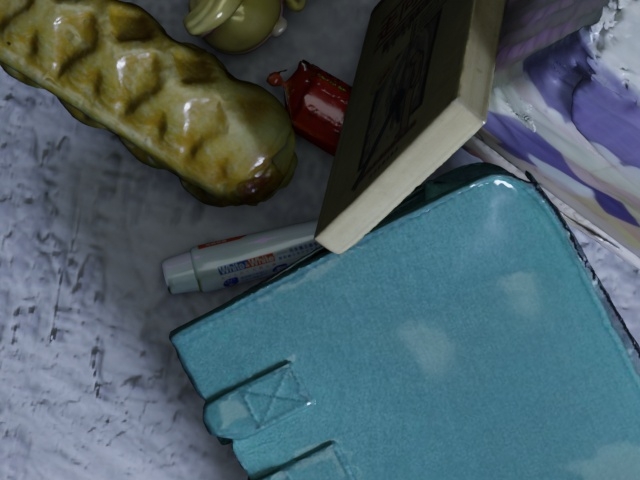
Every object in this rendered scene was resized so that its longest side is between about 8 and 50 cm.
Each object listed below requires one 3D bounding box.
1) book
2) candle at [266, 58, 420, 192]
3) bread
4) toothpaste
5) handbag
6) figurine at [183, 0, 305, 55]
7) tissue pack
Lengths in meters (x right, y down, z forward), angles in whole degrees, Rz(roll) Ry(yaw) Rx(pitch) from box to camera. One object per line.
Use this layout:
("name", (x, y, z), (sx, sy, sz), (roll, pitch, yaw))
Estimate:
("book", (0.065, -0.116, 1.244), (0.026, 0.161, 0.231), (30, 44, -17))
("candle", (0.020, -0.079, 1.343), (0.130, 0.052, 0.052), (31, 83, 1))
("bread", (-0.133, -0.112, 1.311), (0.269, 0.087, 0.098), (33, 119, 0))
("toothpaste", (0.000, 0.000, 1.338), (0.218, 0.052, 0.033), (-14, 75, -2))
("handbag", (0.073, 0.107, 1.290), (0.274, 0.100, 0.269), (-31, 96, 6))
("figurine", (-0.024, -0.195, 1.343), (0.187, 0.083, 0.083), (-41, 88, -16))
("tissue pack", (0.222, -0.071, 1.200), (0.242, 0.343, 0.125), (33, 83, -9))
